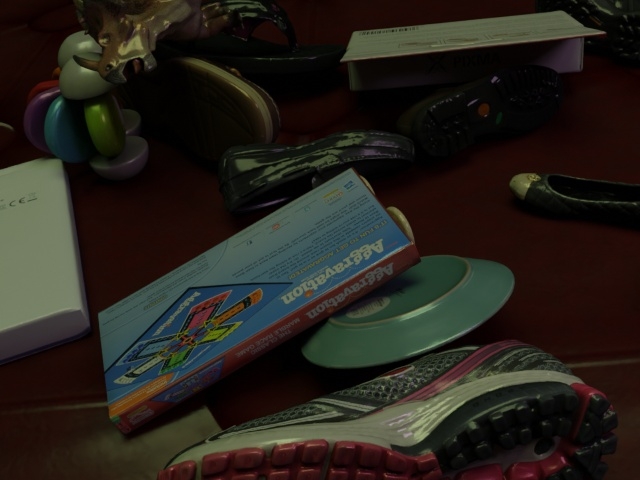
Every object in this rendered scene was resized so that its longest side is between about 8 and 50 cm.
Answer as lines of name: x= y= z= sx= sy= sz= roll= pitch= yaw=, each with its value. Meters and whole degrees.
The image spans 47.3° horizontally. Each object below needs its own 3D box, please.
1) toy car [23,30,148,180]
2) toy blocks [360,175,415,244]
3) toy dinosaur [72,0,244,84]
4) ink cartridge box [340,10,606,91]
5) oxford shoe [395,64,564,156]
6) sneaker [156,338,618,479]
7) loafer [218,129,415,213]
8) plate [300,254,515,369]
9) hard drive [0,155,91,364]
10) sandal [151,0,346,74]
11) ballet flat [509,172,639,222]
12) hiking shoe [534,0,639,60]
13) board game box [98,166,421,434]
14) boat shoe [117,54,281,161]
toy car: x=-0.301 y=-0.161 z=0.914 sx=0.136 sy=0.159 sz=0.182 roll=-17 pitch=39 yaw=-9
toy blocks: x=0.000 y=0.000 z=0.728 sx=0.148 sy=0.054 sz=0.123 roll=-23 pitch=40 yaw=-16
toy dinosaur: x=-0.211 y=-0.283 z=0.891 sx=0.200 sy=0.127 sz=0.295 roll=-23 pitch=20 yaw=-9
ink cartridge box: x=0.181 y=-0.234 z=0.930 sx=0.296 sy=0.066 sz=0.261 roll=-4 pitch=23 yaw=9
oxford shoe: x=0.191 y=-0.165 z=0.879 sx=0.227 sy=0.083 sz=0.096 roll=-15 pitch=20 yaw=-21
sneaker: x=0.040 y=0.146 z=0.497 sx=0.299 sy=0.121 sz=0.112 roll=-9 pitch=22 yaw=-10
loafer: x=-0.002 y=-0.071 z=0.816 sx=0.223 sy=0.076 sz=0.078 roll=-8 pitch=69 yaw=-4
plate: x=0.067 y=0.049 z=0.612 sx=0.188 sy=0.024 sz=0.188 roll=-19 pitch=15 yaw=5
hard drive: x=-0.371 y=0.022 z=0.793 sx=0.210 sy=0.040 sz=0.318 roll=-18 pitch=38 yaw=-11
sandal: x=-0.167 y=-0.321 z=1.110 sx=0.446 sy=0.107 sz=0.167 roll=16 pitch=30 yaw=30
ballet flat: x=0.278 y=-0.051 z=0.736 sx=0.173 sy=0.049 sz=0.057 roll=11 pitch=41 yaw=24
hiking shoe: x=0.410 y=-0.311 z=1.032 sx=0.114 sy=0.086 sz=0.227 roll=-18 pitch=42 yaw=-33
board game box: x=-0.064 y=0.044 z=0.646 sx=0.281 sy=0.027 sz=0.145 roll=-30 pitch=36 yaw=-1
boat shoe: x=-0.144 y=-0.189 z=0.950 sx=0.123 sy=0.123 sz=0.342 roll=-26 pitch=29 yaw=-31
